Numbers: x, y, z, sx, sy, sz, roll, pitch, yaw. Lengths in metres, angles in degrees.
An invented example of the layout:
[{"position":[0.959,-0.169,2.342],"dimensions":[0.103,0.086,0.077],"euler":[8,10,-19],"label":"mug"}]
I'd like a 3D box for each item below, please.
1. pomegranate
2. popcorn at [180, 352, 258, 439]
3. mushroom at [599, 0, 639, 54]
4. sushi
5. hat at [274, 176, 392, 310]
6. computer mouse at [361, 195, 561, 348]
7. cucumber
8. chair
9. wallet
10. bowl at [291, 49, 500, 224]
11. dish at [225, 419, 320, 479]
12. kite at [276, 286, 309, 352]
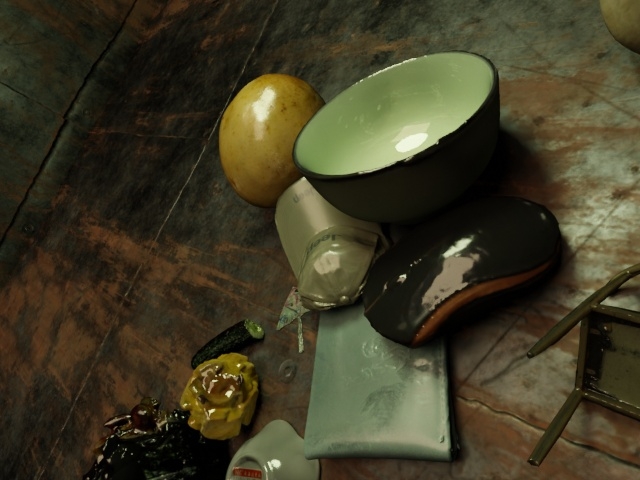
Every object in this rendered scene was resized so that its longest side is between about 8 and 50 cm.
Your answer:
[{"position":[-0.095,-0.217,1.020],"dimensions":[0.307,0.307,0.308],"euler":[-21,54,32],"label":"pomegranate"},{"position":[-0.198,0.307,0.925],"dimensions":[0.148,0.152,0.167],"euler":[8,62,0],"label":"popcorn"},{"position":[0.514,-0.368,0.652],"dimensions":[0.226,0.178,0.227],"euler":[-1,86,10],"label":"mushroom"},{"position":[-0.349,0.441,0.953],"dimensions":[0.227,0.215,0.213],"euler":[-54,34,34],"label":"sushi"},{"position":[0.000,0.000,0.871],"dimensions":[0.214,0.149,0.245],"euler":[-34,92,15],"label":"hat"},{"position":[0.201,0.037,0.711],"dimensions":[0.323,0.116,0.183],"euler":[-33,41,12],"label":"computer mouse"},{"position":[-0.220,0.239,1.042],"dimensions":[0.214,0.052,0.058],"euler":[-34,83,25],"label":"cucumber"},{"position":[0.367,0.146,0.504],"dimensions":[0.272,0.167,0.188],"euler":[-29,29,-34],"label":"chair"},{"position":[0.096,0.213,0.774],"dimensions":[0.251,0.054,0.291],"euler":[-14,52,30],"label":"wallet"},{"position":[0.145,-0.151,0.804],"dimensions":[0.353,0.185,0.354],"euler":[-22,35,16],"label":"bowl"},{"position":[-0.108,0.431,0.809],"dimensions":[0.229,0.081,0.230],"euler":[-22,53,32],"label":"dish"},{"position":[-0.042,0.157,0.962],"dimensions":[0.137,0.005,0.153],"euler":[-36,48,22],"label":"kite"}]
